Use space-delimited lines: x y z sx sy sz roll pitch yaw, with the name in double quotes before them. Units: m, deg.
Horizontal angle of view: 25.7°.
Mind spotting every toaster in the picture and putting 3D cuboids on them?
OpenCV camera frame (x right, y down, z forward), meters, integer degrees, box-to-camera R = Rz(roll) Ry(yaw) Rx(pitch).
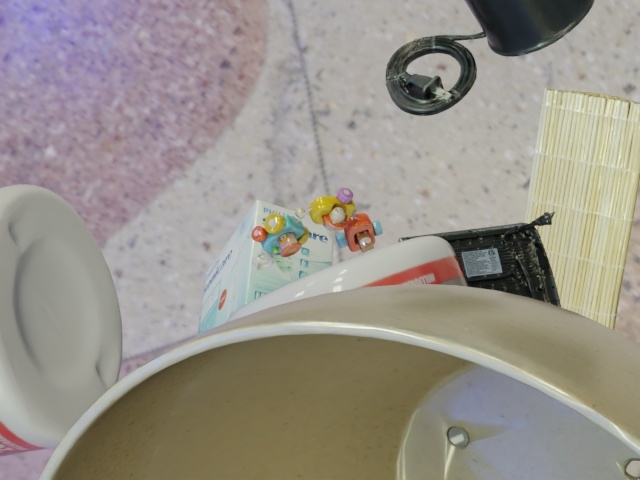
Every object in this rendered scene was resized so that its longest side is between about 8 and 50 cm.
"toaster" 0.177 0.074 1.537 0.185 0.110 0.168 -8 69 -10

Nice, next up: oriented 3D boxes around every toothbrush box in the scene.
"toothbrush box" -0.084 0.129 1.932 0.216 0.126 0.295 129 153 -51

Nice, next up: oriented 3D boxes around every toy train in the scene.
"toy train" 0.000 0.000 1.688 0.166 0.125 0.046 -18 54 -10

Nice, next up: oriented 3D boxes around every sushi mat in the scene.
"sushi mat" 0.353 -0.044 1.915 0.151 0.019 0.316 11 96 27

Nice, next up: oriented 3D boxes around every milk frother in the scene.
"milk frother" 0.087 -0.174 0.929 0.129 0.135 0.143 0 49 47

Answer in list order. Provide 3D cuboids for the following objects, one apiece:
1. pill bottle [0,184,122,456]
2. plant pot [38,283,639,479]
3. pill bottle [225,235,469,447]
"pill bottle" -0.284 0.070 0.888 0.283 0.161 0.161 -13 71 20
"plant pot" 0.057 0.133 0.521 0.284 0.191 0.284 8 110 24
"pill bottle" 0.075 0.197 1.164 0.210 0.210 0.363 -24 84 19
